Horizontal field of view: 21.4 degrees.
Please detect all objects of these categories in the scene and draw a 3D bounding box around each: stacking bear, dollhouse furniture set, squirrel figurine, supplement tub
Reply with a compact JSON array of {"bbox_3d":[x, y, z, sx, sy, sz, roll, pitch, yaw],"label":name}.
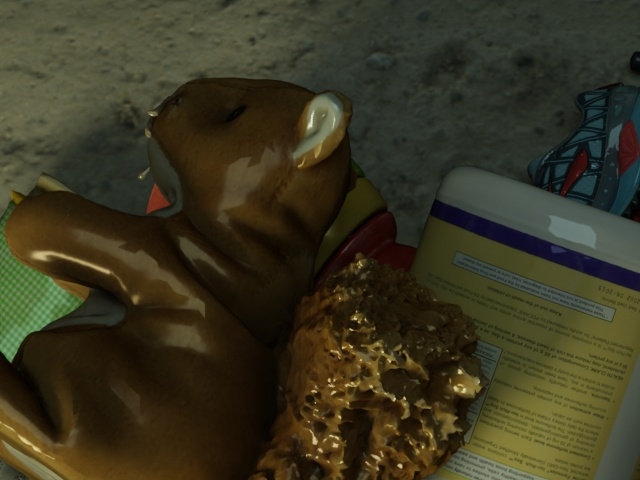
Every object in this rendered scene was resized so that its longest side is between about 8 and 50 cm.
[{"bbox_3d":[0.000,0.000,1.567,0.289,0.164,0.175,40,74,12],"label":"stacking bear"},{"bbox_3d":[-0.215,0.068,1.535,0.302,0.151,0.197,33,75,13],"label":"dollhouse furniture set"},{"bbox_3d":[-0.054,0.067,1.329,0.397,0.281,0.370,30,74,15],"label":"squirrel figurine"},{"bbox_3d":[0.165,0.126,1.411,0.241,0.241,0.331,20,94,11],"label":"supplement tub"}]

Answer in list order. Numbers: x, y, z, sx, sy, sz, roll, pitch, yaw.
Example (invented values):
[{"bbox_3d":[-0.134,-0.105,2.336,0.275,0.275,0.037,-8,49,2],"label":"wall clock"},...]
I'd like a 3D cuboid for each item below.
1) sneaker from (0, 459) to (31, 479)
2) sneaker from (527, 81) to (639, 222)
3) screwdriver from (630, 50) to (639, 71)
[{"bbox_3d":[-0.347,0.290,1.479,0.281,0.105,0.115,-37,79,-17],"label":"sneaker"},{"bbox_3d":[0.251,-0.032,1.610,0.125,0.104,0.261,14,66,31],"label":"sneaker"},{"bbox_3d":[0.392,-0.163,1.687,0.170,0.024,0.025,10,39,0],"label":"screwdriver"}]
